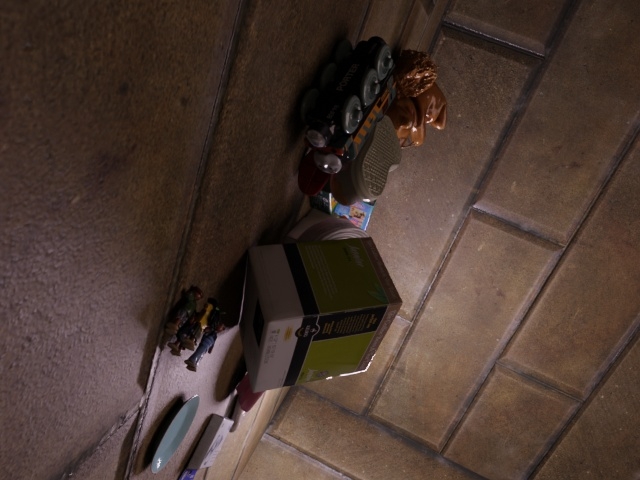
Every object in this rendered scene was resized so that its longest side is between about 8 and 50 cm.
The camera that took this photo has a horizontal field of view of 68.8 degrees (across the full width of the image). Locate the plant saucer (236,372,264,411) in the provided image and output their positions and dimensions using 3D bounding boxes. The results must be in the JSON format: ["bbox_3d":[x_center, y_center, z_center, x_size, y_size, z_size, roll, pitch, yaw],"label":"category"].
[{"bbox_3d":[-0.189,0.437,1.641,0.332,0.084,0.332,-53,178,-2],"label":"plant saucer"}]

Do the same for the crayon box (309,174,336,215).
[{"bbox_3d":[0.068,-0.261,1.470,0.203,0.083,0.323,82,33,-75],"label":"crayon box"}]

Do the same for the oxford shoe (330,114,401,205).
[{"bbox_3d":[0.134,-0.237,1.331,0.130,0.169,0.449,-18,-155,32],"label":"oxford shoe"}]

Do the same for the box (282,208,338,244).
[{"bbox_3d":[-0.035,-0.007,1.497,0.275,0.094,0.113,-49,161,-61],"label":"box"}]

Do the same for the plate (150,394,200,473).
[{"bbox_3d":[-0.342,0.444,1.088,0.188,0.024,0.188,24,90,-81],"label":"plate"}]

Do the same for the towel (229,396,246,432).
[{"bbox_3d":[-0.278,0.610,1.873,0.282,0.049,0.187,-47,158,-63],"label":"towel"}]

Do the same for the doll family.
[{"bbox_3d":[-0.227,0.162,0.878,0.193,0.076,0.111,112,3,-49],"label":"doll family"}]

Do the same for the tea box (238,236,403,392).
[{"bbox_3d":[-0.019,0.186,1.173,0.329,0.323,0.220,107,-28,-45],"label":"tea box"}]

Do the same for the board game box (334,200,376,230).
[{"bbox_3d":[0.144,-0.127,2.044,0.210,0.160,0.047,104,13,-54],"label":"board game box"}]

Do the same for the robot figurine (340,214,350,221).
[{"bbox_3d":[0.065,-0.022,1.960,0.219,0.158,0.128,-55,150,-50],"label":"robot figurine"}]

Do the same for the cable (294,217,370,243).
[{"bbox_3d":[0.031,0.057,1.350,0.257,0.089,0.257,-34,133,-6],"label":"cable"}]

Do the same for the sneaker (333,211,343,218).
[{"bbox_3d":[0.000,0.000,1.792,0.123,0.109,0.295,-39,-162,52],"label":"sneaker"}]

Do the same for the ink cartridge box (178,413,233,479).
[{"bbox_3d":[-0.367,0.684,1.524,0.223,0.045,0.224,94,22,-67],"label":"ink cartridge box"}]

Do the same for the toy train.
[{"bbox_3d":[0.072,-0.306,1.053,0.334,0.142,0.190,-61,153,-26],"label":"toy train"}]

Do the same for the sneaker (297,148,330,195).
[{"bbox_3d":[0.014,-0.227,1.226,0.221,0.087,0.128,-68,170,21],"label":"sneaker"}]

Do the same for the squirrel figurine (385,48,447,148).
[{"bbox_3d":[0.328,-0.557,1.870,0.370,0.281,0.397,-43,144,-43],"label":"squirrel figurine"}]
